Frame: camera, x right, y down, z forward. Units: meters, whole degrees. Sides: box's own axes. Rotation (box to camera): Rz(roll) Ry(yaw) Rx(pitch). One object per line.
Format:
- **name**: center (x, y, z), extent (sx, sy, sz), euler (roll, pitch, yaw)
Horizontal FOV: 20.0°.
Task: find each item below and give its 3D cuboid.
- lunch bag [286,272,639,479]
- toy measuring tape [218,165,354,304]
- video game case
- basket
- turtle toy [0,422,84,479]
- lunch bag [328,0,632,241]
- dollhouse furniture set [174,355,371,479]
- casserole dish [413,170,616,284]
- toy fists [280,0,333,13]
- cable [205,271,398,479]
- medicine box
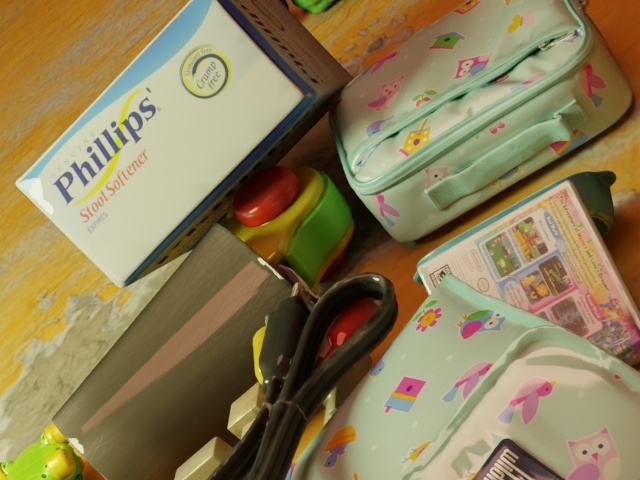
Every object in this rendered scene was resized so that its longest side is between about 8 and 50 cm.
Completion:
- **lunch bag**: center (0.120, 0.166, 1.232), extent (0.223, 0.160, 0.262), euler (-50, 29, -7)
- **toy measuring tape**: center (0.000, 0.000, 1.682), extent (0.121, 0.121, 0.330), euler (-43, 28, -10)
- **video game case**: center (0.167, 0.053, 1.414), extent (0.143, 0.019, 0.157), euler (-31, 63, 14)
- **basket**: center (-0.113, 0.120, 1.601), extent (0.227, 0.154, 0.204), euler (-45, 29, -6)
- **turtle toy**: center (-0.254, 0.233, 1.678), extent (0.095, 0.066, 0.130), euler (-36, 28, 8)
- **lunch bag**: center (0.148, -0.131, 1.705), extent (0.279, 0.108, 0.224), euler (-33, 27, 12)
- **dollhouse furniture set**: center (-0.009, 0.159, 1.448), extent (0.151, 0.144, 0.123), euler (-42, 19, 24)
- **casserole dish**: center (0.167, 0.003, 1.503), extent (0.188, 0.114, 0.037), euler (-29, 70, 15)
- **toy fists**: center (-0.053, -0.309, 2.232), extent (0.279, 0.096, 0.142), euler (-34, 18, 12)
- **cable**: center (-0.010, 0.122, 1.311), extent (0.139, 0.072, 0.287), euler (-18, 33, 25)
- **medicine box**: center (-0.123, -0.110, 1.791), extent (0.263, 0.149, 0.289), euler (-45, -1, 12)
